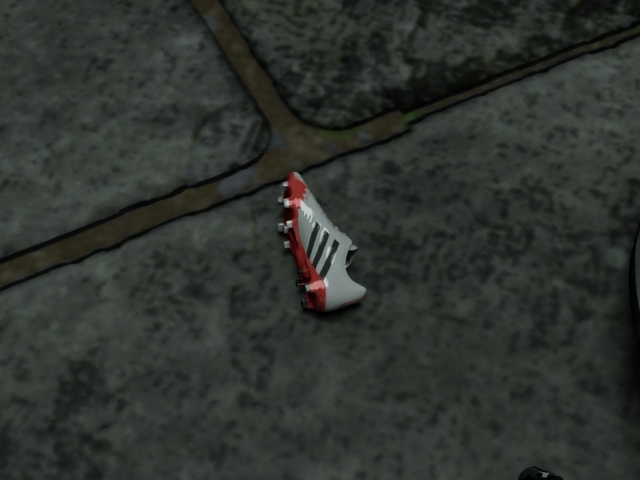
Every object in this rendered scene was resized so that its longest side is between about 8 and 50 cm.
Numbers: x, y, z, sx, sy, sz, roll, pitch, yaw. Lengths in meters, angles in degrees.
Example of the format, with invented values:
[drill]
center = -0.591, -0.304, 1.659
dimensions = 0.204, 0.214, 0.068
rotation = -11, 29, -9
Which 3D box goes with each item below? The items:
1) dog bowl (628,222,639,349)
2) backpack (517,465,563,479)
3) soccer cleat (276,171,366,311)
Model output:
[dog bowl]
center = 0.350, -0.018, 0.579
dimensions = 0.408, 0.150, 0.408
rotation = -2, 41, 1
[backpack]
center = 0.052, 0.160, 0.524
dimensions = 0.114, 0.105, 0.084
rotation = -17, 58, -13
[soccer cleat]
center = 0.000, 0.000, 0.689
dimensions = 0.035, 0.029, 0.083
rotation = -6, 57, -16
